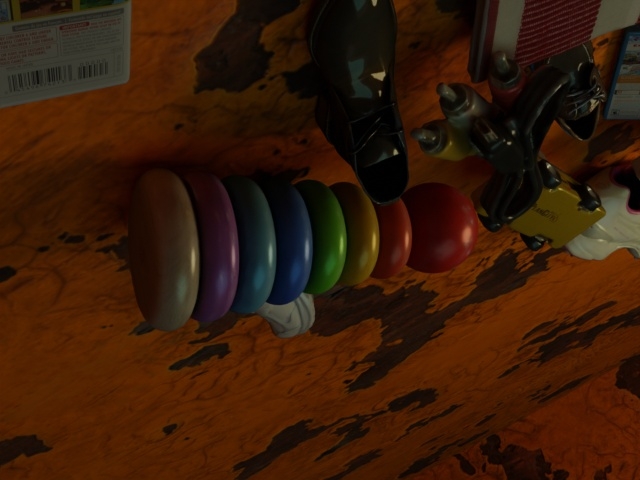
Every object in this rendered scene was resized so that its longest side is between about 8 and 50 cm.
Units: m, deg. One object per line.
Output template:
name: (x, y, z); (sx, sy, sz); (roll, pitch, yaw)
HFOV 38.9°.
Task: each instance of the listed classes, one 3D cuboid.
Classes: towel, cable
towel: (0.277, -0.265, 0.748); (0.329, 0.037, 0.237); (-22, 151, -8)
cable: (0.181, -0.100, 0.879); (0.139, 0.072, 0.287); (-40, 159, 9)

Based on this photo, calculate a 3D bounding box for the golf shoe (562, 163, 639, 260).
golf shoe: (0.460, -0.046, 1.294); (0.306, 0.115, 0.140); (-6, 145, -40)

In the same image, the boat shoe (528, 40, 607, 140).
boat shoe: (0.260, -0.159, 0.919); (0.066, 0.066, 0.183); (-31, 154, 11)

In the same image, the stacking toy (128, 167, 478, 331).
stacking toy: (0.000, 0.000, 0.832); (0.330, 0.141, 0.141); (-3, 148, -23)

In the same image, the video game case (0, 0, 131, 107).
video game case: (-0.221, -0.145, 0.526); (0.227, 0.026, 0.206); (-15, 154, -21)

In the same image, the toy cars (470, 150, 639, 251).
toy cars: (0.353, -0.080, 1.104); (0.394, 0.087, 0.176); (-11, 146, -12)

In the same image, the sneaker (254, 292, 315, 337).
sneaker: (-0.071, 0.041, 0.989); (0.115, 0.090, 0.232); (-16, 145, -7)

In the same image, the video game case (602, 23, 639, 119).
video game case: (0.382, -0.181, 0.991); (0.119, 0.015, 0.166); (2, 156, 9)

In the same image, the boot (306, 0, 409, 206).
boot: (0.045, -0.119, 0.741); (0.082, 0.106, 0.219); (-23, 156, -9)
